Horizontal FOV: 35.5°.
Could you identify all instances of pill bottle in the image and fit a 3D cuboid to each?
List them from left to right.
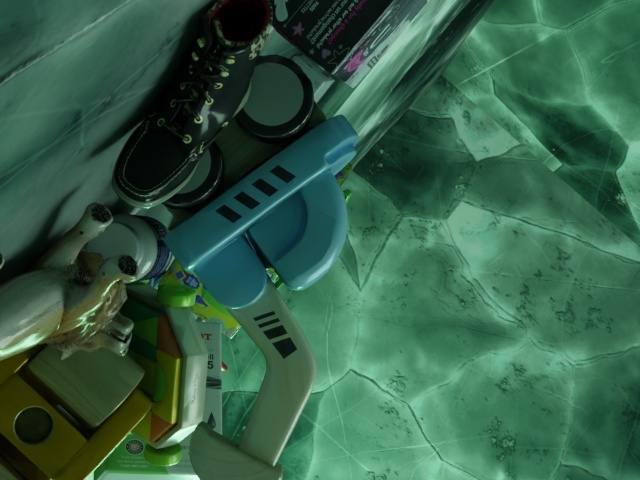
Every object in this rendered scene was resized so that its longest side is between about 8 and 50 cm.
[{"bbox_3d":[-0.263,0.011,1.375,0.094,0.094,0.169,-49,177,3],"label":"pill bottle"}]

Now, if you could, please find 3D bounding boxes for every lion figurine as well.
[{"bbox_3d":[-0.347,0.092,1.129,0.240,0.142,0.392,-41,167,35],"label":"lion figurine"}]

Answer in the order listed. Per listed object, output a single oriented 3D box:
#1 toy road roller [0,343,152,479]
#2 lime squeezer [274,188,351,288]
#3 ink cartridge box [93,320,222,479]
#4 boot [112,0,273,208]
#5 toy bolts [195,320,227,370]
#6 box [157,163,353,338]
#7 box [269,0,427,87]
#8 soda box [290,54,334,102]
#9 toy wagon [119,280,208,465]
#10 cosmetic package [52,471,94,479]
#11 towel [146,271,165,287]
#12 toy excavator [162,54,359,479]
[{"bbox_3d":[-0.418,0.256,1.430,0.329,0.202,0.240,-46,-169,-11],"label":"toy road roller"},{"bbox_3d":[0.000,0.000,1.915,0.310,0.058,0.110,-51,-175,36],"label":"lime squeezer"},{"bbox_3d":[-0.277,0.275,1.715,0.115,0.198,0.273,132,-41,-57],"label":"ink cartridge box"},{"bbox_3d":[-0.141,-0.159,1.099,0.236,0.085,0.179,-54,178,-31],"label":"boot"},{"bbox_3d":[-0.302,0.181,1.989,0.158,0.218,0.228,-18,143,6],"label":"toy bolts"},{"bbox_3d":[-0.120,-0.025,1.854,0.290,0.177,0.279,-52,-175,45],"label":"box"},{"bbox_3d":[0.030,-0.295,1.239,0.163,0.142,0.247,-49,177,8],"label":"box"},{"bbox_3d":[-0.075,-0.201,1.644,0.216,0.069,0.074,-50,176,19],"label":"soda box"},{"bbox_3d":[-0.292,0.175,1.528,0.068,0.344,0.267,-5,107,-44],"label":"toy wagon"},{"bbox_3d":[-0.403,0.427,1.885,0.197,0.155,0.366,-51,154,-34],"label":"cosmetic package"},{"bbox_3d":[-0.400,0.146,1.799,0.336,0.040,0.243,-46,179,-15],"label":"towel"},{"bbox_3d":[-0.075,0.052,1.312,0.433,0.445,0.222,-37,176,-4],"label":"toy excavator"}]
